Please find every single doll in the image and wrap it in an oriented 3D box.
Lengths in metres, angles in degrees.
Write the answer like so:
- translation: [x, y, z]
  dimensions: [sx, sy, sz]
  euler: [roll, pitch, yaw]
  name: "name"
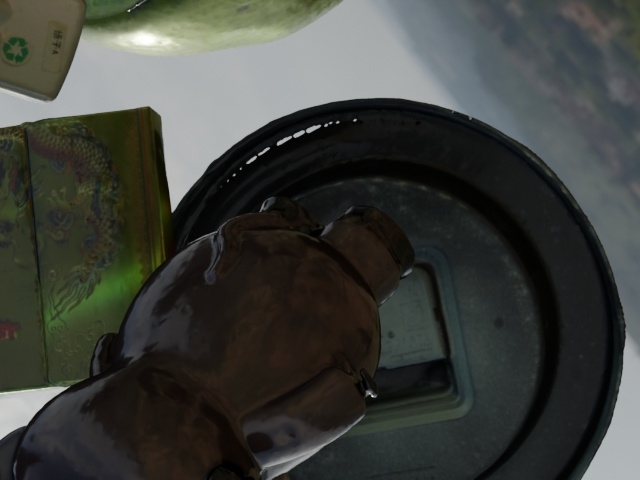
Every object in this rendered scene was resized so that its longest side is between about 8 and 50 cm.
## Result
- translation: [-0.058, 0.081, 0.929]
  dimensions: [0.182, 0.257, 0.117]
  euler: [4, 139, 39]
  name: "doll"

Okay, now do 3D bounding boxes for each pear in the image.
- translation: [-0.076, -0.310, 1.848]
  dimensions: [0.318, 0.342, 0.238]
  euler: [10, -145, -49]
  name: "pear"

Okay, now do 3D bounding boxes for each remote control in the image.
- translation: [-0.288, -0.176, 1.351]
  dimensions: [0.230, 0.090, 0.049]
  euler: [19, 177, -22]
  name: "remote control"

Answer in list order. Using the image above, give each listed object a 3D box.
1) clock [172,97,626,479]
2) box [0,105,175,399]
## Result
- translation: [0.048, 0.076, 1.460]
  dimensions: [0.386, 0.386, 0.076]
  euler: [50, -169, -1]
  name: "clock"
- translation: [-0.247, 0.020, 1.180]
  dimensions: [0.043, 0.311, 0.173]
  euler: [37, -134, -78]
  name: "box"
